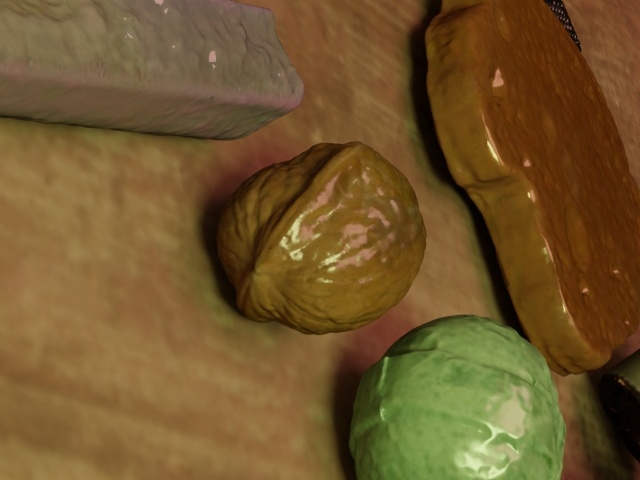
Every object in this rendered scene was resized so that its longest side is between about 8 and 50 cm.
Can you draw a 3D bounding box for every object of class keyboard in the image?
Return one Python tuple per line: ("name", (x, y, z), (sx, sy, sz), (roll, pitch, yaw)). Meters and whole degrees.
("keyboard", (0.201, -0.213, 1.232), (0.198, 0.010, 0.064), (-4, 73, -59))

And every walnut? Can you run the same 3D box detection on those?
("walnut", (0.000, 0.000, 0.676), (0.124, 0.105, 0.105), (-32, 99, -59))

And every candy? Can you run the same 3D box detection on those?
("candy", (0.046, 0.233, 0.630), (0.119, 0.119, 0.440), (42, 47, -38))

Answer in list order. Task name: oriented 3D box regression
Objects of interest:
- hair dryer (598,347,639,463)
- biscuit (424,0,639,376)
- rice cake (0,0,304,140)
("hair dryer", (0.366, 0.127, 0.919), (0.128, 0.203, 0.362), (61, -8, -17))
("biscuit", (0.175, -0.061, 1.044), (0.312, 0.057, 0.351), (55, 31, -23))
("rice cake", (-0.128, -0.081, 0.548), (0.399, 0.070, 0.064), (-4, 79, -59))
